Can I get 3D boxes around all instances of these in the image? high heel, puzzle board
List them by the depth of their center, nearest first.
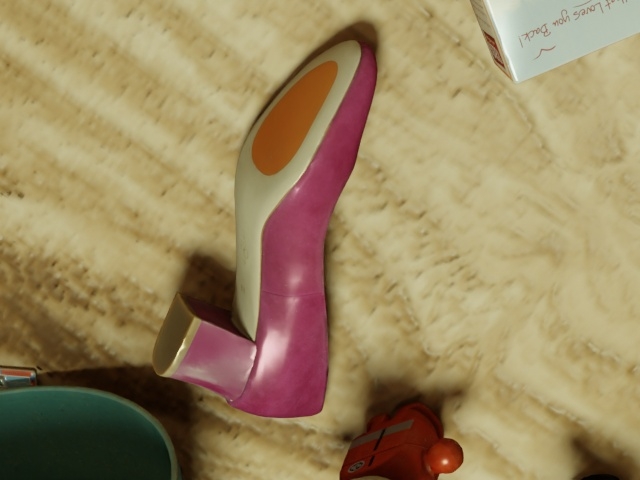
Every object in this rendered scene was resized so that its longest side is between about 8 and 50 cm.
[{"bbox_3d":[0.000,0.000,1.127,0.117,0.082,0.244,19,104,-29],"label":"high heel"},{"bbox_3d":[-0.249,0.129,1.266,0.128,0.011,0.096,3,113,13],"label":"puzzle board"}]

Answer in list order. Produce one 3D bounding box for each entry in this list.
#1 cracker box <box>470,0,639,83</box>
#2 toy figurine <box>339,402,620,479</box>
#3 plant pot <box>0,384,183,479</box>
[{"bbox_3d":[0.127,-0.219,0.968,0.156,0.067,0.232,-22,105,0],"label":"cracker box"},{"bbox_3d":[0.082,0.229,1.144,0.213,0.148,0.209,22,116,5],"label":"toy figurine"},{"bbox_3d":[-0.200,0.253,1.152,0.290,0.290,0.195,-7,119,17],"label":"plant pot"}]
